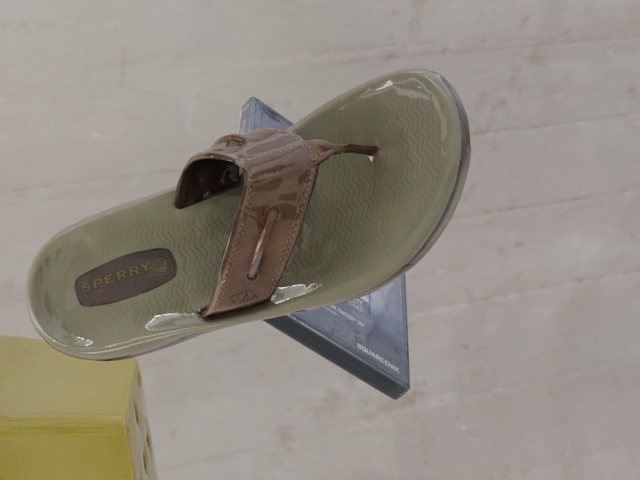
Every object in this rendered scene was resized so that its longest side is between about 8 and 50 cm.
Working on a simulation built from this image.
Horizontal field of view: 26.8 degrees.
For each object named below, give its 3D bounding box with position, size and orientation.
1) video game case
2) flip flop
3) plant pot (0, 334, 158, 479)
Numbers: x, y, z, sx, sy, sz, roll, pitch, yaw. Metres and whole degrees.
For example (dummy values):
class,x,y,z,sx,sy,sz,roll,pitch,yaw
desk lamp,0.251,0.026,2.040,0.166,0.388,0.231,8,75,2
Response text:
class,x,y,z,sx,sy,sz,roll,pitch,yaw
video game case,0.000,0.000,1.239,0.196,0.026,0.274,33,34,-23
flip flop,-0.048,-0.012,0.732,0.277,0.080,0.112,-20,70,14
plant pot,-0.237,0.198,1.120,0.187,0.212,0.212,-7,107,0
